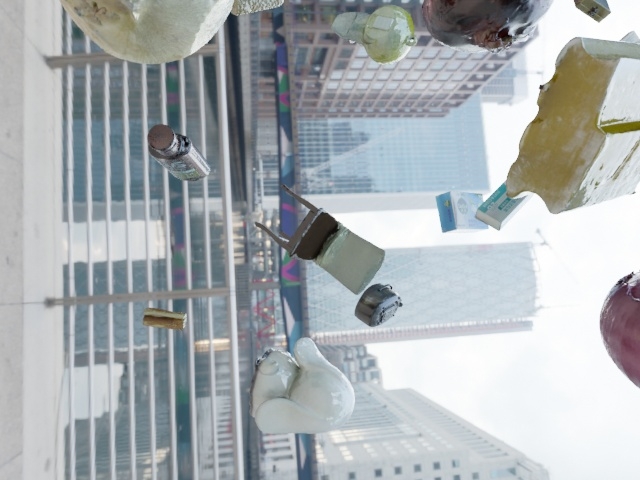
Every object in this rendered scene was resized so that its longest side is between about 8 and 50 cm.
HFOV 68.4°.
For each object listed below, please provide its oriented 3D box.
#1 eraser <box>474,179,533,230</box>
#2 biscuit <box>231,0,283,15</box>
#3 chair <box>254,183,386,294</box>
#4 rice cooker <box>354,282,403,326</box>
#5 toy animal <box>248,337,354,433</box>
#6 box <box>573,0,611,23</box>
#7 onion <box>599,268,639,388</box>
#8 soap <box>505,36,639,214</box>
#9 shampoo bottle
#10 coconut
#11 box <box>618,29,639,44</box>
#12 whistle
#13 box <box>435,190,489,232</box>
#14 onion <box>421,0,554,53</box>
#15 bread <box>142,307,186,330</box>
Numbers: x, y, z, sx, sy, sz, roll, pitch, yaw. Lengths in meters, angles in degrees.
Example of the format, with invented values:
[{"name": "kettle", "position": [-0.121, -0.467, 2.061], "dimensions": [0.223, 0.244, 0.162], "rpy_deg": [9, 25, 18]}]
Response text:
[{"name": "eraser", "position": [0.614, -0.134, 1.544], "dimensions": [0.095, 0.225, 0.052], "rpy_deg": [38, -21, 30]}, {"name": "biscuit", "position": [-0.183, -0.691, 1.338], "dimensions": [0.070, 0.168, 0.082], "rpy_deg": [43, -34, 30]}, {"name": "chair", "position": [0.000, 0.000, 1.297], "dimensions": [0.160, 0.319, 0.186], "rpy_deg": [-55, 154, 4]}, {"name": "rice cooker", "position": [0.182, 0.204, 1.493], "dimensions": [0.106, 0.165, 0.112], "rpy_deg": [38, -46, 37]}, {"name": "toy animal", "position": [-0.054, 0.385, 1.256], "dimensions": [0.174, 0.289, 0.249], "rpy_deg": [76, 13, -55]}, {"name": "box", "position": [0.625, -0.554, 1.089], "dimensions": [0.035, 0.079, 0.083], "rpy_deg": [-46, -150, 51]}, {"name": "onion", "position": [0.697, 0.192, 0.843], "dimensions": [0.358, 0.358, 0.345], "rpy_deg": [-127, -127, -75]}, {"name": "soap", "position": [0.457, -0.186, 0.772], "dimensions": [0.143, 0.281, 0.259], "rpy_deg": [40, -47, 42]}, {"name": "shampoo bottle", "position": [-0.419, -0.251, 1.388], "dimensions": [0.323, 0.129, 0.084], "rpy_deg": [110, -22, -83]}, {"name": "coconut", "position": [-0.328, -0.516, 0.867], "dimensions": [0.360, 0.346, 0.346], "rpy_deg": [-98, -170, -48]}, {"name": "box", "position": [0.857, -0.526, 1.294], "dimensions": [0.083, 0.054, 0.024], "rpy_deg": [48, 0, -10]}, {"name": "whistle", "position": [0.122, -0.460, 1.050], "dimensions": [0.223, 0.123, 0.123], "rpy_deg": [29, -49, 34]}, {"name": "box", "position": [0.513, -0.100, 1.700], "dimensions": [0.073, 0.194, 0.139], "rpy_deg": [-18, -103, 52]}, {"name": "onion", "position": [0.398, -0.560, 1.134], "dimensions": [0.314, 0.314, 0.232], "rpy_deg": [154, -62, -80]}, {"name": "bread", "position": [-0.306, 0.153, 0.927], "dimensions": [0.047, 0.083, 0.036], "rpy_deg": [-112, -147, -79]}]
